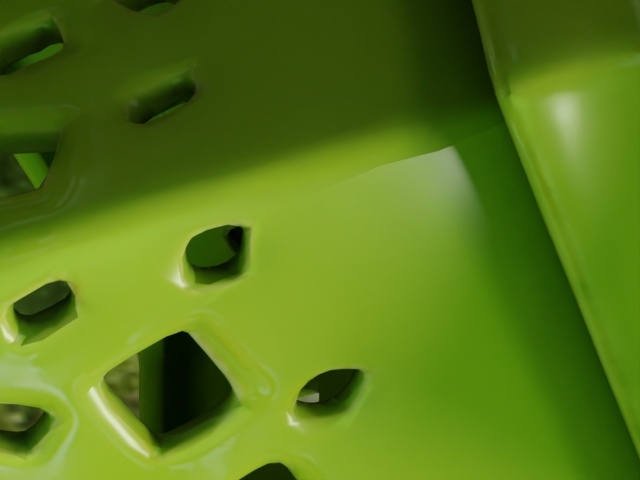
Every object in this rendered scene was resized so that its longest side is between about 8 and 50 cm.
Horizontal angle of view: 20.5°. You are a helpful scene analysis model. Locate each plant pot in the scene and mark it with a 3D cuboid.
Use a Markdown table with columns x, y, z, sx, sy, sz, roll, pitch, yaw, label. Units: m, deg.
| x | y | z | sx | sy | sz | roll | pitch | yaw | label |
| --- | --- | --- | --- | --- | --- | --- | --- | --- | --- |
| 0.000 | 0.000 | 0.466 | 0.207 | 0.227 | 0.228 | -19 | 129 | 10 | plant pot |
